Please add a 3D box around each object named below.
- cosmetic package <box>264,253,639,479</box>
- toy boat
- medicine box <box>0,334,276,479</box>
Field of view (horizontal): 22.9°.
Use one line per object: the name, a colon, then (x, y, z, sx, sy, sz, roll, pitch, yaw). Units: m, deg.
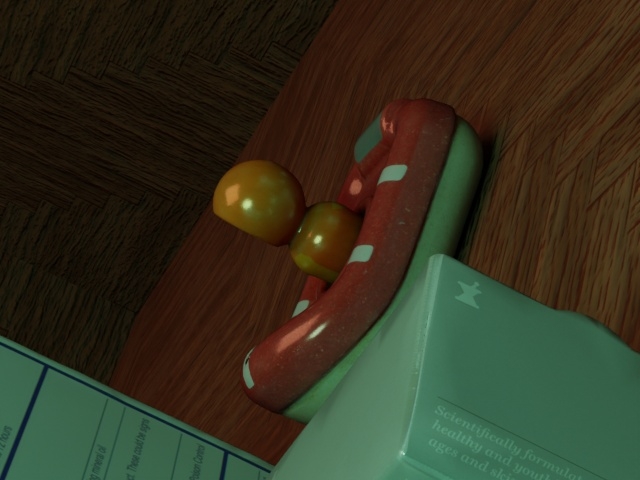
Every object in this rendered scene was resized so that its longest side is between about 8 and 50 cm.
cosmetic package: (0.035, 0.130, 0.577, 0.238, 0.127, 0.107, -57, 11, 43)
toy boat: (0.000, 0.000, 1.019, 0.151, 0.151, 0.231, -47, 19, 61)
medicine box: (-0.134, 0.202, 0.787, 0.149, 0.289, 0.263, -60, 10, 23)
